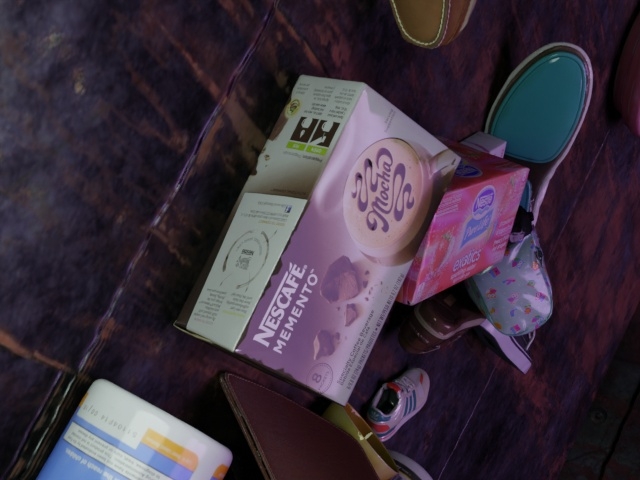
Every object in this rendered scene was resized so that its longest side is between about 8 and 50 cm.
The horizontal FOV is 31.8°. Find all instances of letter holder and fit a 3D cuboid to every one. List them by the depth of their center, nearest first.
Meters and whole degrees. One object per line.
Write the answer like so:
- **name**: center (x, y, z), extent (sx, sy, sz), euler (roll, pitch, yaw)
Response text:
- **letter holder**: center (-0.050, 0.308, 1.333), extent (0.152, 0.214, 0.302), euler (-40, 139, 13)

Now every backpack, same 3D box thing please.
- **backpack**: center (0.279, 0.055, 1.712), extent (0.115, 0.152, 0.182), euler (-88, 155, -69)

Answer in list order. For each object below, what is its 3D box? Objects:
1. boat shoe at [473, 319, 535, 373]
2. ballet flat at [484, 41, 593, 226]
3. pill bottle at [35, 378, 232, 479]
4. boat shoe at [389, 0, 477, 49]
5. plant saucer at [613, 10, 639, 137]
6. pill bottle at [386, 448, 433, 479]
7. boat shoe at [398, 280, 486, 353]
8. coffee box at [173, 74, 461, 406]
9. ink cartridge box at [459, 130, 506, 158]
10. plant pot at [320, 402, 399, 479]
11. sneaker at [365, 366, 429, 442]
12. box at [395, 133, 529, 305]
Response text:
- **boat shoe**: center (0.339, 0.149, 2.032), extent (0.105, 0.113, 0.306), euler (-49, 144, -4)
- **ballet flat**: center (0.316, -0.137, 1.760), extent (0.139, 0.139, 0.400), euler (-30, 140, -52)
- **pill bottle**: center (-0.207, 0.277, 1.019), extent (0.272, 0.152, 0.152), euler (-60, 154, -12)
- **boat shoe**: center (0.085, -0.343, 1.136), extent (0.120, 0.122, 0.324), euler (-40, 136, -36)
- **plant saucer**: center (0.693, -0.379, 2.320), extent (0.332, 0.084, 0.332), euler (-45, 147, -41)
- **pill bottle**: center (0.026, 0.451, 1.579), extent (0.334, 0.188, 0.188), euler (-34, 139, -49)
- **boat shoe**: center (0.185, 0.122, 1.757), extent (0.095, 0.095, 0.257), euler (-49, 163, 21)
- **coffee box**: center (0.000, 0.000, 1.170), extent (0.168, 0.119, 0.297), euler (33, 80, -38)
- **ink cartridge box**: center (0.223, -0.101, 1.664), extent (0.122, 0.052, 0.088), euler (-33, 138, -52)
- **plant pot**: center (0.030, 0.297, 1.554), extent (0.095, 0.134, 0.134), euler (-39, 153, 3)
- **sneaker**: center (0.124, 0.241, 1.749), extent (0.161, 0.057, 0.075), euler (-41, 150, -38)
- **box**: center (0.131, -0.035, 1.422), extent (0.300, 0.154, 0.142), euler (-18, 126, -57)
